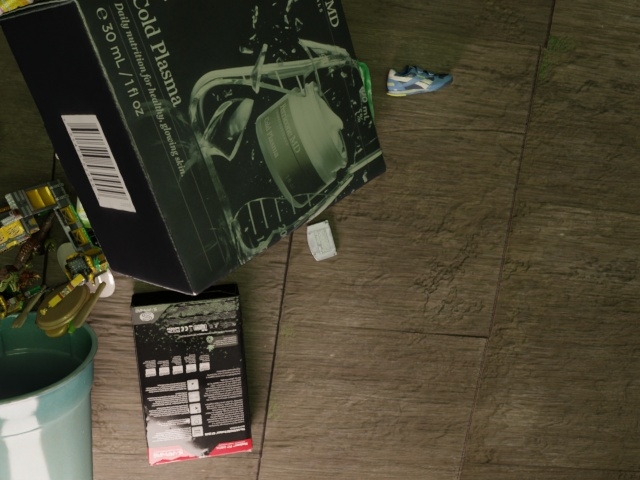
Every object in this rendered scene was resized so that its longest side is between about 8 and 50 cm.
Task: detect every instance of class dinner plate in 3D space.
[{"bbox_3d":[-0.480,0.064,1.580,0.141,0.017,0.141,18,133,20],"label":"dinner plate"}]

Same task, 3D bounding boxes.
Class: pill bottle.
[{"bbox_3d":[-0.569,-0.453,1.457,0.083,0.043,0.043,-35,108,1],"label":"pill bottle"}]

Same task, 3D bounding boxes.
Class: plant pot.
[{"bbox_3d":[-0.596,0.364,1.542,0.341,0.341,0.334,-5,114,-9],"label":"plant pot"}]

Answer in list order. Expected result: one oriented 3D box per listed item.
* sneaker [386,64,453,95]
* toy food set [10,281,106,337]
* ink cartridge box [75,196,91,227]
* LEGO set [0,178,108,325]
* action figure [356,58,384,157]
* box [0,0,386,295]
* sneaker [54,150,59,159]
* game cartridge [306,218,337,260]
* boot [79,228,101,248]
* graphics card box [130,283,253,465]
[{"bbox_3d":[0.207,-0.339,1.628,0.144,0.053,0.059,-10,104,-9],"label":"sneaker"},{"bbox_3d":[-0.513,0.139,1.558,0.192,0.132,0.039,-3,134,30],"label":"toy food set"},{"bbox_3d":[-0.379,-0.152,1.547,0.188,0.097,0.255,5,104,-11],"label":"ink cartridge box"},{"bbox_3d":[-0.586,0.035,1.453,0.331,0.192,0.255,-14,99,16],"label":"LEGO set"},{"bbox_3d":[0.060,-0.283,1.610,0.137,0.063,0.232,-4,109,-7],"label":"action figure"},{"bbox_3d":[-0.192,-0.240,1.338,0.471,0.297,0.480,-35,119,-34],"label":"box"},{"bbox_3d":[-0.375,-0.150,1.459,0.234,0.084,0.097,-3,73,-14],"label":"sneaker"},{"bbox_3d":[0.000,0.000,1.700,0.056,0.017,0.083,-18,107,-9],"label":"game cartridge"},{"bbox_3d":[-0.365,0.025,1.553,0.236,0.178,0.085,3,104,-12],"label":"boot"},{"bbox_3d":[-0.276,0.288,1.686,0.232,0.094,0.371,-6,107,-8],"label":"graphics card box"}]
